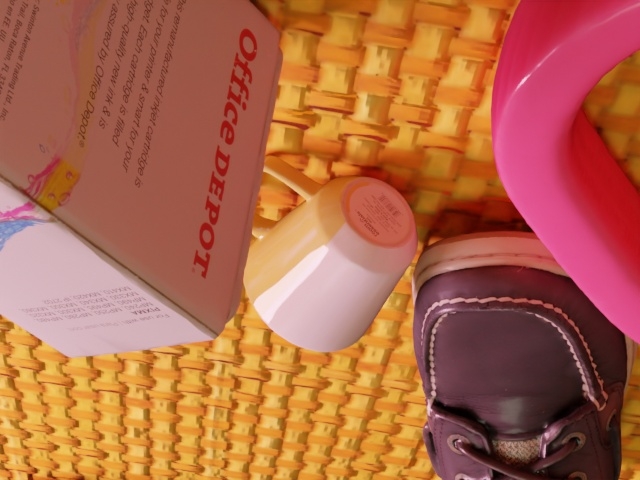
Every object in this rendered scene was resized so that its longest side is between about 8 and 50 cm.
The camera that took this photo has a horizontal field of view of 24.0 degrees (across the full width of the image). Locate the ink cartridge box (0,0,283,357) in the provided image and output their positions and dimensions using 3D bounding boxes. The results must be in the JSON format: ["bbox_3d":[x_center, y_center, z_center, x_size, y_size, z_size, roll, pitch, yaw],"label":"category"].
[{"bbox_3d":[-0.096,-0.056,0.472,0.072,0.127,0.175,-11,145,31],"label":"ink cartridge box"}]

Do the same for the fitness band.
[{"bbox_3d":[0.185,-0.019,0.548,0.209,0.054,0.291,-11,144,30],"label":"fitness band"}]

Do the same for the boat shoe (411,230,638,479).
[{"bbox_3d":[0.100,0.094,0.723,0.103,0.092,0.285,1,150,12],"label":"boat shoe"}]

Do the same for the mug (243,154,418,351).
[{"bbox_3d":[0.002,0.003,0.626,0.078,0.062,0.064,14,143,-24],"label":"mug"}]
